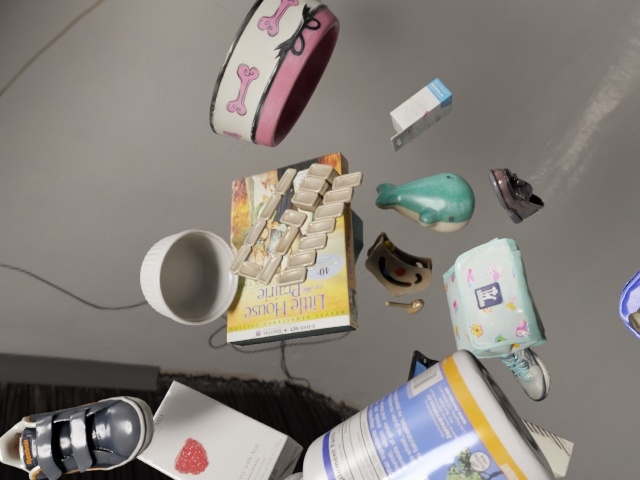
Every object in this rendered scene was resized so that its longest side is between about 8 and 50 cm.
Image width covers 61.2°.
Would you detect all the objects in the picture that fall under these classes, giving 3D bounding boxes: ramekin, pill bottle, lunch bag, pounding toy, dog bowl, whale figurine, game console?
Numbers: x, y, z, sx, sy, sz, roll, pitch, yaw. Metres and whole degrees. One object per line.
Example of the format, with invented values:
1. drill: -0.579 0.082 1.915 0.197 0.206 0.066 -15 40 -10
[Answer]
1. ramekin: -0.294 0.080 1.191 0.207 0.109 0.207 1 88 -47
2. pill bottle: 0.079 0.244 0.556 0.272 0.152 0.152 -36 131 10
3. lunch bag: 0.377 0.134 1.172 0.160 0.223 0.262 -5 161 -6
4. pounding toy: 0.256 0.110 1.665 0.154 0.155 0.269 -36 108 28
5. dog bowl: -0.097 -0.404 1.295 0.150 0.408 0.408 29 112 0
6. whale figurine: 0.290 -0.124 1.485 0.272 0.216 0.141 11 127 2
7. game console: 0.268 0.341 1.311 0.107 0.071 0.122 41 56 -40

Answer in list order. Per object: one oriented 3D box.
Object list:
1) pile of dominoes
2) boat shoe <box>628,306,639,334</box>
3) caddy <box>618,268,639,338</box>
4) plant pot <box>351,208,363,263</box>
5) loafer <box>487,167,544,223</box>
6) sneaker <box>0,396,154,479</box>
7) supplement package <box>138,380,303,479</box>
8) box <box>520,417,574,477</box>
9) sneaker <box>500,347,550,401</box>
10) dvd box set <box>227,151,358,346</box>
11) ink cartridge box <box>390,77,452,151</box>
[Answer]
1. pile of dominoes: -0.038 -0.024 0.973 0.040 0.196 0.251 41 72 -43
2. boat shoe: 0.790 0.213 1.067 0.120 0.324 0.122 -59 164 10
3. caddy: 1.009 0.154 1.520 0.179 0.241 0.341 -2 130 -55
4. plant pot: 0.000 0.000 1.730 0.252 0.248 0.247 16 124 -6
5. loafer: 0.512 -0.128 1.407 0.095 0.109 0.302 -23 155 23
6. sneaker: -0.451 0.365 0.980 0.321 0.126 0.127 -20 165 26
7. supplement package: -0.217 0.460 1.179 0.177 0.293 0.175 -63 159 -22
8. box: 0.516 0.529 1.452 0.094 0.275 0.113 -62 166 -22
9. sneaker: 0.598 0.364 1.659 0.122 0.283 0.110 -11 165 -44
10. dvd box set: -0.073 0.020 1.264 0.307 0.420 0.062 -11 155 22
11. ink cartridge box: 0.239 -0.311 1.358 0.181 0.061 0.104 -36 163 4
